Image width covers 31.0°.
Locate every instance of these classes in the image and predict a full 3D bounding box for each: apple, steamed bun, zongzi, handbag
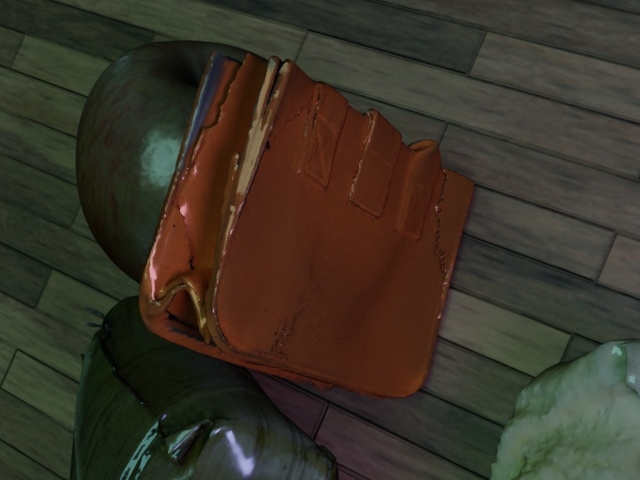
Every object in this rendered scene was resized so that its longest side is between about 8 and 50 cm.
[{"bbox_3d":[-0.140,-0.096,1.378,0.344,0.269,0.345,-6,40,5],"label":"apple"},{"bbox_3d":[0.291,0.282,1.095,0.325,0.230,0.372,15,89,62],"label":"steamed bun"},{"bbox_3d":[-0.232,0.308,1.283,0.467,0.218,0.500,-58,30,5],"label":"zongzi"},{"bbox_3d":[0.000,0.000,1.224,0.116,0.410,0.303,10,81,35],"label":"handbag"}]
